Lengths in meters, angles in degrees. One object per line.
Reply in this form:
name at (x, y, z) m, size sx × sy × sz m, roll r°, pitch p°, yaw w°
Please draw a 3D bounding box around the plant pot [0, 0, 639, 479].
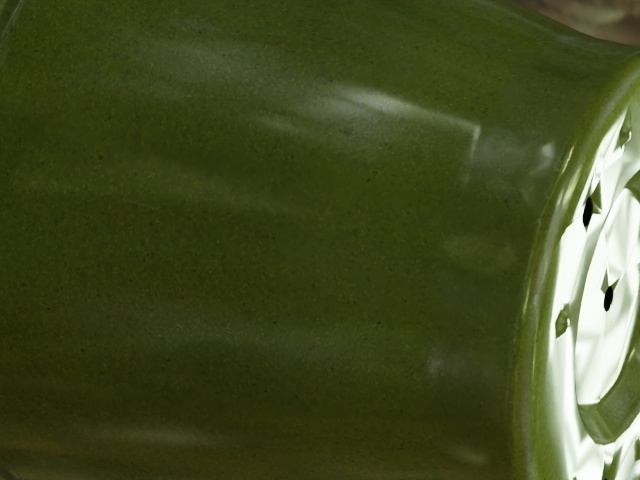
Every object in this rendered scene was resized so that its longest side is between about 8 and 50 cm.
plant pot at (0.000, 0.000, 0.901) m, size 0.353 × 0.366 × 0.366 m, roll 12°, pitch -42°, yaw 29°
